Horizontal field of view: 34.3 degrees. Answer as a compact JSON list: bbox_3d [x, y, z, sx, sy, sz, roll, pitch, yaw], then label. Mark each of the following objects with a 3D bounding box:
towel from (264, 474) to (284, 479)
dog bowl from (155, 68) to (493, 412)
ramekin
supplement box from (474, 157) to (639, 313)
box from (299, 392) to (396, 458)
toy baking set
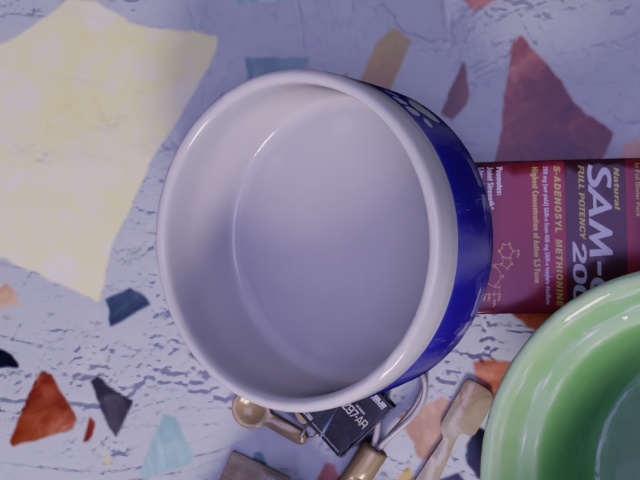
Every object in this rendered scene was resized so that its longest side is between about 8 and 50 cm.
[{"bbox_3d":[-0.064,0.367,0.927,0.209,0.034,0.285,46,105,3],"label":"towel"},{"bbox_3d":[0.000,0.000,0.837,0.265,0.104,0.264,1,91,33],"label":"dog bowl"},{"bbox_3d":[0.285,0.178,0.760,0.303,0.148,0.303,-11,72,37],"label":"ramekin"},{"bbox_3d":[0.181,-0.003,0.883,0.239,0.073,0.130,-2,91,6],"label":"supplement box"},{"bbox_3d":[0.015,0.138,0.913,0.067,0.018,0.083,-44,78,7],"label":"box"},{"bbox_3d":[0.026,0.198,0.930,0.256,0.030,0.196,-1,92,6],"label":"toy baking set"}]
